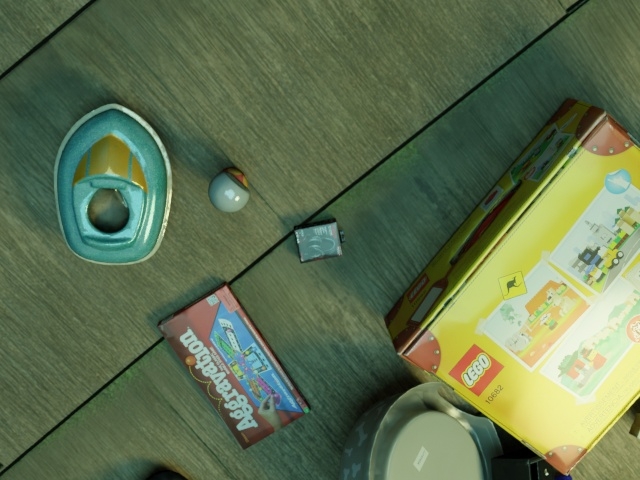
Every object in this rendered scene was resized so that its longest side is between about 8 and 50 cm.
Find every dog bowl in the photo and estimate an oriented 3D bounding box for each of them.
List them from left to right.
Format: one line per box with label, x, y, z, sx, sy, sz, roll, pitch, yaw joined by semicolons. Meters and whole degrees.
dog bowl;0.173;0.418;1.598;0.102;0.349;0.348;-16;111;46

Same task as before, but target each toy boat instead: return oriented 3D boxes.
toy boat;-0.272;-0.087;1.512;0.318;0.148;0.267;-1;104;-3

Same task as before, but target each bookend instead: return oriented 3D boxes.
bookend;0.371;0.454;1.656;0.072;0.156;0.157;-8;82;34

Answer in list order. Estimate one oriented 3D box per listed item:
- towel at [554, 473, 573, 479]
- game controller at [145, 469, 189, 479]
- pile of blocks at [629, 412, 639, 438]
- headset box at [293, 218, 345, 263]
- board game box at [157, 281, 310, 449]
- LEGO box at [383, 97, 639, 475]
towel;0.364;0.585;1.705;0.308;0.076;0.227;-25;67;5
game controller;-0.328;0.566;1.680;0.166;0.067;0.319;43;82;-14
pile of blocks;0.712;0.261;1.688;0.362;0.112;0.149;-20;90;-2
headset box;0.000;0.000;1.610;0.083;0.032;0.062;-10;104;1
board game box;-0.152;0.225;1.661;0.145;0.027;0.281;-31;104;6
LEGO box;0.412;0.078;1.572;0.372;0.193;0.500;38;99;-12
